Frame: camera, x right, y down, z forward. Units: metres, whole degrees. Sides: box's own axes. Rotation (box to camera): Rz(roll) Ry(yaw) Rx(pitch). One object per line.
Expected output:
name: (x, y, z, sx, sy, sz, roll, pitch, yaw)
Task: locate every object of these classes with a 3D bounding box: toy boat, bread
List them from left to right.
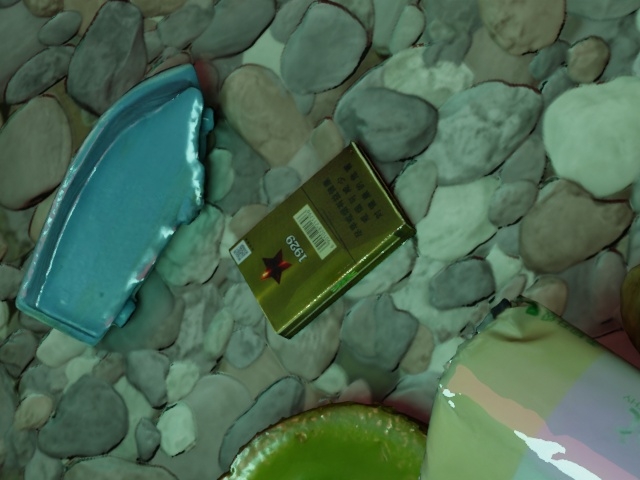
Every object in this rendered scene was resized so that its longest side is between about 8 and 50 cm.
toy boat: (-0.158, -0.036, 1.389, 0.238, 0.109, 0.098, -61, 20, -2)
bread: (0.019, 0.223, 1.193, 0.236, 0.070, 0.236, -11, 68, 28)

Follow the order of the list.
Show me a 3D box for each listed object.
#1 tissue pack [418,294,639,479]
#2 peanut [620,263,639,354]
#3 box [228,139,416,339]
tissue pack: (0.180, 0.175, 1.008, 0.257, 0.215, 0.123, 32, 53, 18)
peanut: (0.277, 0.084, 1.051, 0.253, 0.122, 0.137, 49, 142, 38)
box: (0.000, 0.000, 1.316, 0.133, 0.023, 0.090, -41, 55, 13)
